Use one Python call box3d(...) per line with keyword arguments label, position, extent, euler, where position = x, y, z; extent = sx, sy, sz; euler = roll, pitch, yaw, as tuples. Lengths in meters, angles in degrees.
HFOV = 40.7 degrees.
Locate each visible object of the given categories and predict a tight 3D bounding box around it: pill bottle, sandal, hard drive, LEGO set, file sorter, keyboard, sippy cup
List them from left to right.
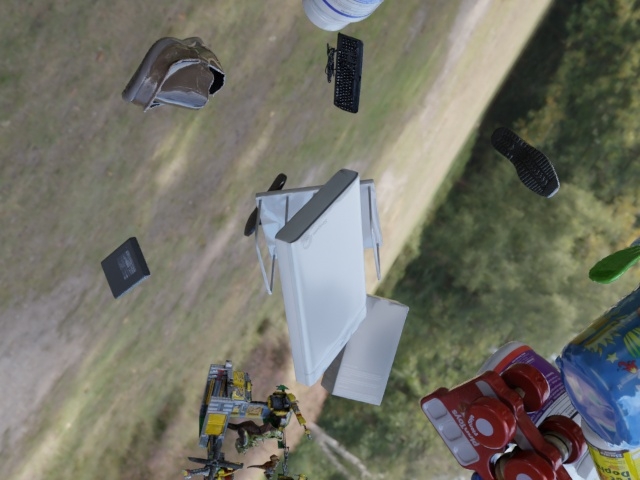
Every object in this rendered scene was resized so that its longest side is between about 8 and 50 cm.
box3d(label="hard drive", position=(-0.436, 0.062, 1.922), extent=(0.022, 0.094, 0.135), euler=(-13, 165, -48))
box3d(label="LEGO set", position=(-0.138, 0.393, 1.763), extent=(0.331, 0.255, 0.192), euler=(-86, -170, -50))
box3d(label="sandal", position=(-0.126, -0.080, 2.104), extent=(0.179, 0.040, 0.067), euler=(-56, -154, -1))
box3d(label="file sorter", position=(0.000, 0.000, 1.992), extent=(0.173, 0.277, 0.193), euler=(-90, 171, -50))
box3d(label="hard drive", position=(0.011, 0.073, 1.618), extent=(0.233, 0.047, 0.353), euler=(-48, 144, -40))
box3d(label="keyboard", position=(0.048, -0.393, 2.044), extent=(0.038, 0.100, 0.192), euler=(-38, 142, -42))
box3d(label="pill bottle", position=(0.069, -0.511, 1.643), extent=(0.152, 0.152, 0.272), euler=(-55, -169, -26))
box3d(label="pill bottle", position=(0.510, 0.385, 1.941), extent=(0.181, 0.323, 0.181), euler=(-32, 145, -26))
box3d(label="pill bottle", position=(0.545, 0.383, 1.544), extent=(0.117, 0.117, 0.215), euler=(-54, 131, -33))
box3d(label="sippy cup", position=(0.472, 0.175, 1.230), extent=(0.224, 0.305, 0.240), euler=(-28, 162, -10))

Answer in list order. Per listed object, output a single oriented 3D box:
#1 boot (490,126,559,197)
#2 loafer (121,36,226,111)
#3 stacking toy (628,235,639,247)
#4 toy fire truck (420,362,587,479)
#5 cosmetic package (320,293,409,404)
box3d(label="boot", position=(0.484, -0.173, 1.947), extent=(0.077, 0.198, 0.137), euler=(-43, 153, 22))
box3d(label="loafer", position=(-0.276, -0.332, 1.751), extent=(0.134, 0.130, 0.366), euler=(-50, -178, 26))
box3d(label="stacking toy", position=(0.862, 0.081, 1.953), extent=(0.165, 0.302, 0.175), euler=(-37, 179, -3))
box3d(label="toy fire truck", position=(0.360, 0.403, 1.722), extent=(0.169, 0.302, 0.254), euler=(-32, 175, -41))
box3d(label="cosmetic package", position=(0.099, 0.239, 1.952), extent=(0.107, 0.127, 0.238), euler=(-171, -82, -73))
